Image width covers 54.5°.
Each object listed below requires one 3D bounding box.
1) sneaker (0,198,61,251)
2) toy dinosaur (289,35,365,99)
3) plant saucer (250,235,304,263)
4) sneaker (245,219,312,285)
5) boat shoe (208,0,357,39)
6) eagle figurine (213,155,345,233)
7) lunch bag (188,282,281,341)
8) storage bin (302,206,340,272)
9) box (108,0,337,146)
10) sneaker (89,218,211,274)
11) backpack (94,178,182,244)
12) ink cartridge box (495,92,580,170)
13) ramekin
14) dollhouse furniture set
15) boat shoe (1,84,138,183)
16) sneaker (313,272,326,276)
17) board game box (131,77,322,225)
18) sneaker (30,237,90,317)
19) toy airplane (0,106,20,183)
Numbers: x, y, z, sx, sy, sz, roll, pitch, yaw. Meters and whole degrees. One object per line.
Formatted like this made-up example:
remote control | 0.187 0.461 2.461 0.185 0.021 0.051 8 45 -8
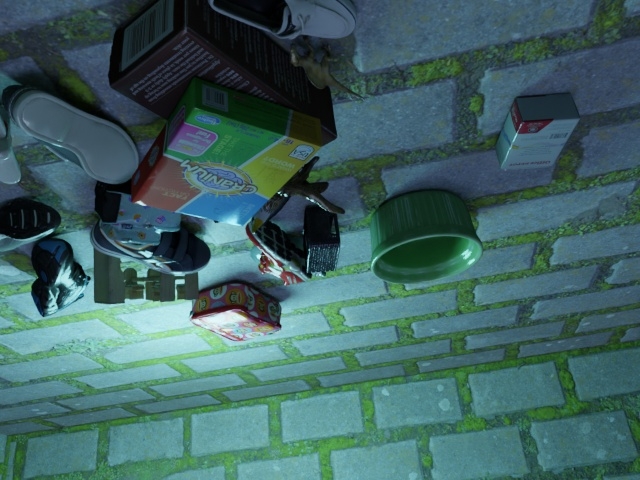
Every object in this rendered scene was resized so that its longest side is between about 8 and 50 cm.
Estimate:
sneaker | -0.741 -0.031 1.509 0.271 0.100 0.108 -12 166 17
toy dinosaur | -0.002 -0.309 1.125 0.183 0.093 0.053 21 142 -41
plant saucer | -0.110 0.049 1.841 0.194 0.038 0.195 -5 153 -3
sneaker | -0.131 0.048 1.716 0.118 0.107 0.279 -23 135 21
boat shoe | -0.057 -0.371 1.001 0.267 0.088 0.096 12 147 -31
eagle figurine | -0.126 -0.115 1.418 0.298 0.225 0.226 5 127 56
lunch bag | -0.298 0.251 2.108 0.258 0.120 0.293 -16 150 26
storage bin | 0.000 0.000 1.679 0.084 0.122 0.180 -3 152 -7
box | -0.158 -0.274 1.113 0.191 0.143 0.381 -24 146 30
sneaker | -0.414 0.004 1.595 0.321 0.126 0.127 13 149 -33
backpack | -0.409 -0.066 1.419 0.188 0.145 0.166 -1 -167 -29
ink cartridge box | 0.476 -0.239 1.383 0.127 0.072 0.175 -5 152 -4
ramekin | 0.278 -0.008 1.696 0.303 0.148 0.303 -5 153 -3
dollhouse furniture set | -0.489 0.086 1.713 0.242 0.161 0.212 0 178 -44
boat shoe | -0.489 -0.213 1.237 0.099 0.116 0.319 30 177 29
sneaker | -0.031 0.093 1.945 0.069 0.038 0.098 -20 140 27
board game box | -0.181 -0.144 1.142 0.242 0.064 0.316 12 148 -30
sneaker | -0.720 0.086 1.733 0.139 0.125 0.341 -21 162 -37
toy airplane | -0.749 -0.171 1.105 0.386 0.272 0.384 -55 149 9
